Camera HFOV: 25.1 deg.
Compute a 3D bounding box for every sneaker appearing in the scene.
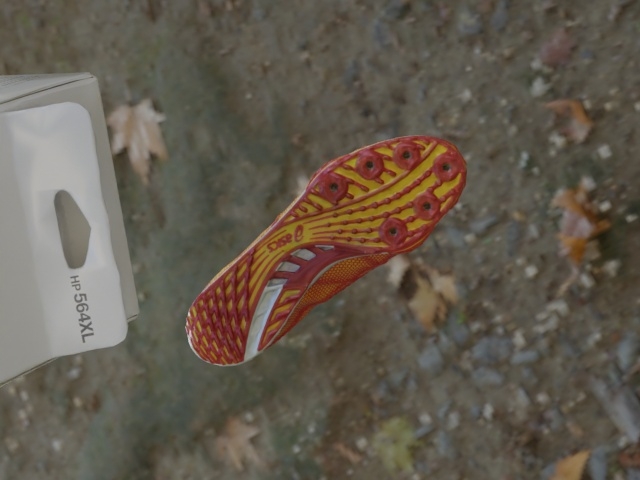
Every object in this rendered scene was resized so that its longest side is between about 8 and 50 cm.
[{"bbox_3d":[0.000,0.000,0.765,0.175,0.067,0.064,-34,92,7],"label":"sneaker"}]

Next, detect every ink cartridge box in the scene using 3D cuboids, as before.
[{"bbox_3d":[-0.137,-0.004,0.499,0.143,0.090,0.092,2,109,36],"label":"ink cartridge box"}]
